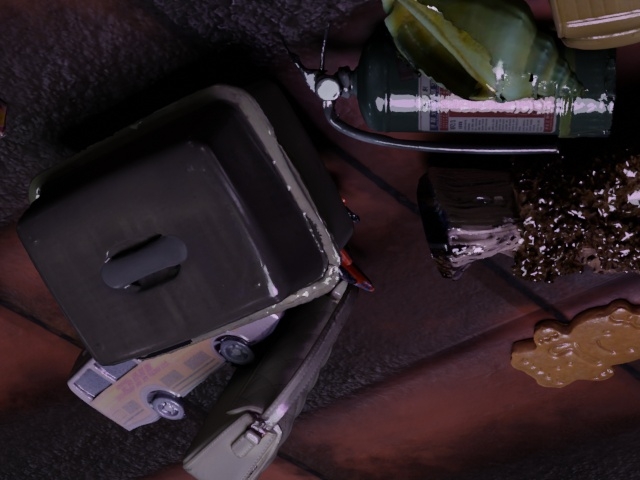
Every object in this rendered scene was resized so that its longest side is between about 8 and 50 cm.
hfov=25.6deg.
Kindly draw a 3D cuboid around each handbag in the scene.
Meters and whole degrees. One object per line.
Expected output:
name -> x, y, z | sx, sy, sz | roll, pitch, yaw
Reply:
handbag -> -0.037, 0.149, 1.533 | 0.079, 0.256, 0.219 | 39, 125, -6

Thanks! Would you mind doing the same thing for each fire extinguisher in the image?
fire extinguisher -> 0.112, -0.137, 1.251 | 0.294, 0.093, 0.118 | 1, 112, 4

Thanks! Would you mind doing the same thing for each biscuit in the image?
biscuit -> 0.313, 0.128, 1.654 | 0.184, 0.027, 0.133 | -18, 137, 27

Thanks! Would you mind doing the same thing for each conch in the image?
conch -> 0.128, -0.163, 1.164 | 0.200, 0.079, 0.095 | 24, 115, 31

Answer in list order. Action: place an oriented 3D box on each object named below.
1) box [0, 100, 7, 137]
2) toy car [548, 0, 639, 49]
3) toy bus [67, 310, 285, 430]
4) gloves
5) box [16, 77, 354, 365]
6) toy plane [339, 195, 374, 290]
box -> -0.385, -0.150, 1.311 | 0.050, 0.041, 0.207 | -20, 144, 31
toy car -> 0.214, -0.228, 1.091 | 0.101, 0.124, 0.257 | -7, 142, 16
toy bus -> -0.158, 0.103, 1.601 | 0.138, 0.097, 0.342 | 36, 136, -13
gloves -> 0.246, -0.027, 1.315 | 0.312, 0.135, 0.210 | 1, 178, 2
box -> -0.128, -0.013, 1.333 | 0.290, 0.166, 0.221 | -23, 103, 32
toy plane -> 0.000, -0.003, 1.478 | 0.130, 0.061, 0.189 | -23, 141, 31
